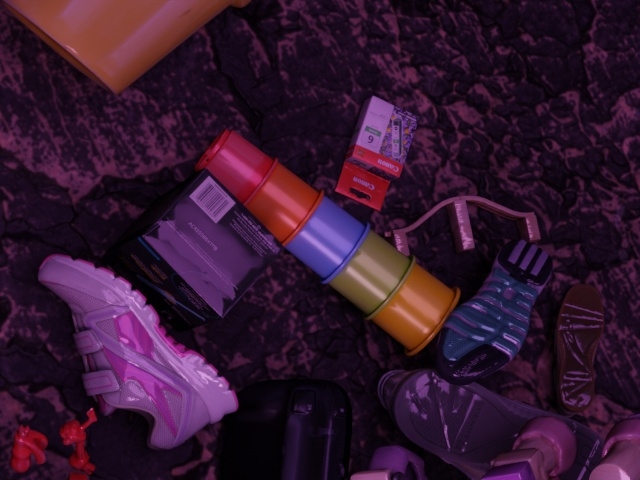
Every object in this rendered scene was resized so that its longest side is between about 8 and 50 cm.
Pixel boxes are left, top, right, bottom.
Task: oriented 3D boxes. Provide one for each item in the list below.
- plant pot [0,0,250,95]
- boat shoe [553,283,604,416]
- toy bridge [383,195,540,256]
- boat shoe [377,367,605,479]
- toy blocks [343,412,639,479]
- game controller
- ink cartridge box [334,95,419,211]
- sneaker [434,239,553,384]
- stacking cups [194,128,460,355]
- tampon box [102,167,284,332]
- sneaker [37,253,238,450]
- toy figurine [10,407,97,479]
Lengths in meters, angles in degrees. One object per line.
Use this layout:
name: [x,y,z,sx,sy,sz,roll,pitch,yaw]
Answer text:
plant pot: [-0.198,-0.290,1.832,0.254,0.254,0.239,39,87,-10]
boat shoe: [0.294,0.126,2.044,0.056,0.048,0.153,6,72,-7]
toy bridge: [0.159,-0.018,2.022,0.188,0.026,0.063,-7,81,-21]
boat shoe: [0.209,0.230,1.963,0.320,0.103,0.118,26,89,-16]
toy blocks: [0.232,0.320,1.835,0.260,0.309,0.288,-27,108,-64]
game controller: [-0.046,0.300,1.824,0.067,0.166,0.319,15,75,-38]
ink cartridge box: [0.064,-0.098,1.997,0.063,0.029,0.115,24,74,-16]
sneaker: [0.186,0.099,1.940,0.083,0.098,0.223,32,49,11]
stacking cups: [0.000,0.000,1.936,0.316,0.096,0.096,36,71,-6]
tampon box: [-0.134,0.013,1.835,0.120,0.161,0.101,46,69,-9]
sneaker: [-0.206,0.119,1.823,0.252,0.103,0.111,44,77,-1]
toy figurine: [-0.390,0.266,1.642,0.362,0.191,0.217,11,50,-17]
